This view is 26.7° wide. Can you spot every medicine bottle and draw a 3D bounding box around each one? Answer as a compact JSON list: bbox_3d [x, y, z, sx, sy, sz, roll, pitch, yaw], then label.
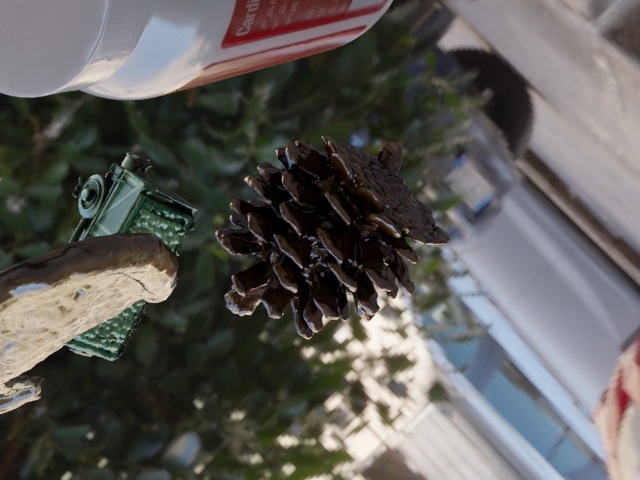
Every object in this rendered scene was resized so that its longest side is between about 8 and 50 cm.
[{"bbox_3d":[-0.062,-0.140,0.639,0.131,0.131,0.250,46,-148,12],"label":"medicine bottle"}]

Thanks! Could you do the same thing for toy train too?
[{"bbox_3d":[-0.275,0.018,1.771,0.154,0.269,0.115,32,-177,43],"label":"toy train"}]

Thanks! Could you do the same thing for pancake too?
[{"bbox_3d":[-0.228,0.081,0.934,0.033,0.288,0.286,61,170,15],"label":"pancake"}]

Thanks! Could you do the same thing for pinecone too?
[{"bbox_3d":[0.000,-0.001,1.266,0.185,0.212,0.168,42,-146,-19],"label":"pinecone"}]
